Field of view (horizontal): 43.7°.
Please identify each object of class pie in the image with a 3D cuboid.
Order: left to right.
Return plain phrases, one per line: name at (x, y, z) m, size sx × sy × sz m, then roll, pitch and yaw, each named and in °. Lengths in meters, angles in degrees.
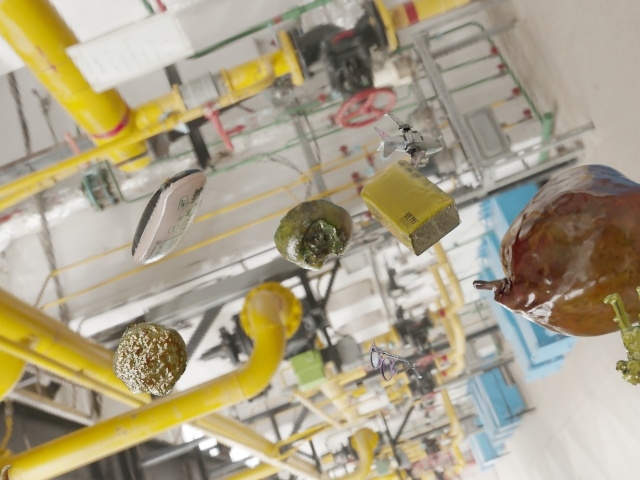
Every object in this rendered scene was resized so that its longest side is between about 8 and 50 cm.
pie at (-0.386, 0.270, 1.819) m, size 0.163 × 0.193 × 0.079 m, roll 31°, pitch -160°, yaw 1°

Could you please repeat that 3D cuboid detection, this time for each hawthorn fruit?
hawthorn fruit at (0.478, 0.024, 1.425) m, size 0.308 × 0.325 × 0.308 m, roll 29°, pitch 134°, yaw 34°

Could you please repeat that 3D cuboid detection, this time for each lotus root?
lotus root at (-0.003, -0.002, 1.944) m, size 0.203 × 0.183 × 0.078 m, roll 20°, pitch -163°, yaw -30°

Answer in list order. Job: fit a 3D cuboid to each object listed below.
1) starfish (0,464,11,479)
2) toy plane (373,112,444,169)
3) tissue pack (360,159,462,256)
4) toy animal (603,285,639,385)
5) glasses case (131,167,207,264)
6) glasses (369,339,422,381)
starfish at (-0.567, 0.541, 1.478) m, size 0.138 × 0.050 × 0.247 m, roll -38°, pitch 68°, yaw 60°
toy plane at (0.196, -0.208, 1.711) m, size 0.065 × 0.171 × 0.162 m, roll 125°, pitch 135°, yaw -56°
tissue pack at (0.173, -0.067, 1.548) m, size 0.169 × 0.120 × 0.082 m, roll 47°, pitch 170°, yaw 42°
toy animal at (0.463, 0.156, 1.159) m, size 0.181 × 0.073 × 0.136 m, roll 46°, pitch -143°, yaw -58°
glasses case at (-0.334, -0.049, 1.748) m, size 0.075 × 0.122 × 0.314 m, roll 52°, pitch 138°, yaw 14°
glasses at (0.179, 0.272, 1.789) m, size 0.140 × 0.104 × 0.062 m, roll -142°, pitch 55°, yaw -68°
